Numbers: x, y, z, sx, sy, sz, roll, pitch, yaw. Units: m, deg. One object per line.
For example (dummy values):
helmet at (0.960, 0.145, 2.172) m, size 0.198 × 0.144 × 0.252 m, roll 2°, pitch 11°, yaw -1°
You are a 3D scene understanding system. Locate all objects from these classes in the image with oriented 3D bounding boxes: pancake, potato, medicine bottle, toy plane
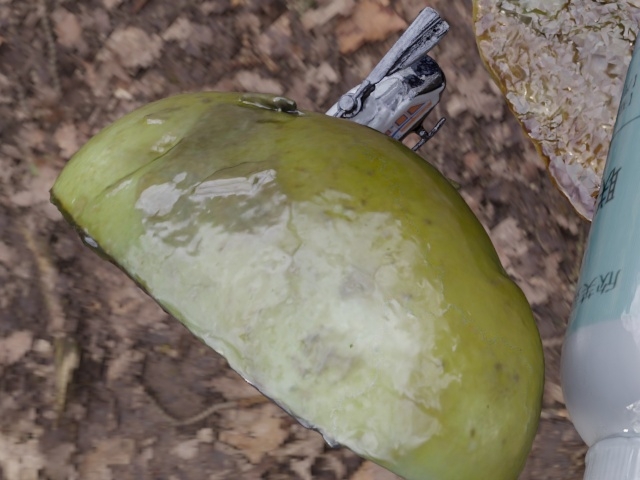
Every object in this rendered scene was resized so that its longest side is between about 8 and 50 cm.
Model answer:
pancake at (0.269, -0.164, 0.974) m, size 0.356 × 0.065 × 0.356 m, roll -4°, pitch 79°, yaw 22°
potato at (0.000, 0.000, 0.633) m, size 0.272 × 0.160 × 0.111 m, roll 39°, pitch 97°, yaw 41°
medicine bottle at (0.171, 0.045, 0.673) m, size 0.110 × 0.110 × 0.351 m, roll 11°, pitch 62°, yaw 15°
toy plane at (0.015, -0.068, 0.961) m, size 0.197 × 0.078 × 0.053 m, roll -41°, pitch 65°, yaw 4°
